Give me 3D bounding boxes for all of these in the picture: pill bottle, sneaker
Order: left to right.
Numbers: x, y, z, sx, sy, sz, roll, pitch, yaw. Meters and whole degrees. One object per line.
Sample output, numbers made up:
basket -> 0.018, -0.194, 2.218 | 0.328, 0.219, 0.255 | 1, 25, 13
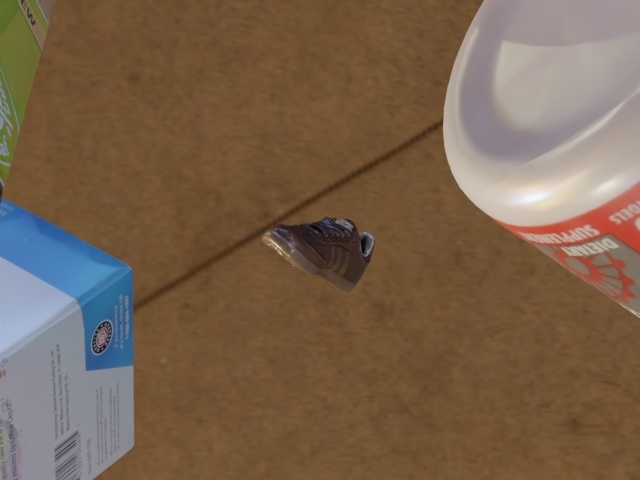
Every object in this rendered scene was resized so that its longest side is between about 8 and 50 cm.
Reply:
sneaker -> 0.000, 0.000, 1.733 | 0.066, 0.188, 0.071 | 34, 92, 25
pill bottle -> 0.260, -0.025, 0.881 | 0.210, 0.363, 0.210 | -40, 32, 32

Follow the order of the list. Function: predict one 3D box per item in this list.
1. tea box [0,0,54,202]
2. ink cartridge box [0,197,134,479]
tea box -> -0.299, -0.065, 0.587 | 0.329, 0.323, 0.220 | -21, 118, 9
ink cartridge box -> -0.304, 0.121, 1.263 | 0.197, 0.270, 0.198 | 26, 132, 26
